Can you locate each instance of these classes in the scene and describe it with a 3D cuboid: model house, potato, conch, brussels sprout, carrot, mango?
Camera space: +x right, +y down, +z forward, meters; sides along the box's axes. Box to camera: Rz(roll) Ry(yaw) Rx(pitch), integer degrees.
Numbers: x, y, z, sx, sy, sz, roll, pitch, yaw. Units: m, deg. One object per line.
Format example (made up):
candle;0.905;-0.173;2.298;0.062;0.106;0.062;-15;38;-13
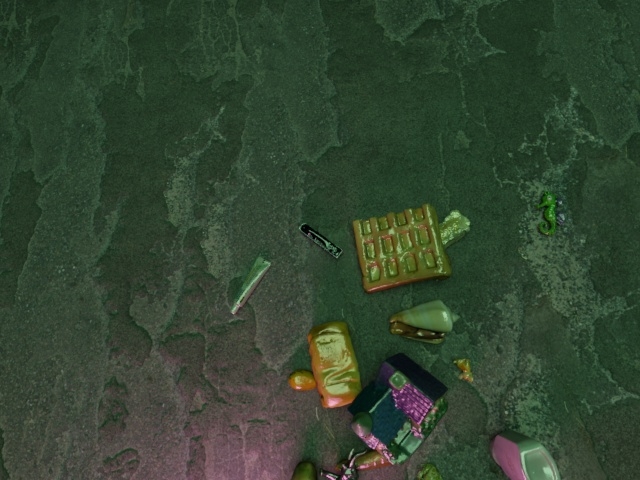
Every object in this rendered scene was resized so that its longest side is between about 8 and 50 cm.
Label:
model house;0.252;0.553;1.384;0.312;0.280;0.245;-43;58;-15
potato;-0.057;0.880;1.412;0.113;0.149;0.251;13;75;0
conch;0.397;0.300;1.584;0.255;0.127;0.158;-1;104;25
brussels sprout;0.377;0.829;1.451;0.085;0.058;0.085;-4;78;20
carrot;0.170;0.779;1.476;0.298;0.078;0.078;-18;74;4
mango;-0.063;0.526;1.563;0.114;0.057;0.078;11;64;0

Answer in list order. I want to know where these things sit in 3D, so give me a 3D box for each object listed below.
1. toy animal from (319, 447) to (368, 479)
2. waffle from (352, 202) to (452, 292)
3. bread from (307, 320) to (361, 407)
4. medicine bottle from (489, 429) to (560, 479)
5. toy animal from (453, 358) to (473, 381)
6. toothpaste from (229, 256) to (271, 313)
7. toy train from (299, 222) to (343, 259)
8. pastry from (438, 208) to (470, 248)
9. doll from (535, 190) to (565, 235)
toy animal;0.067;0.818;1.415;0.137;0.082;0.269;11;100;-12
waffle;0.306;0.035;1.618;0.348;0.077;0.304;-15;74;21
bread;0.050;0.456;1.539;0.167;0.132;0.294;-10;72;-6
medicine bottle;0.647;0.709;1.343;0.111;0.296;0.161;-16;72;-3
toy animal;0.529;0.481;1.540;0.081;0.060;0.083;11;69;-35
toothpaste;-0.289;0.183;1.685;0.067;0.037;0.255;26;74;16
toy train;0.000;0.000;1.714;0.207;0.047;0.043;37;78;13
pastry;0.476;-0.018;1.668;0.258;0.089;0.121;-35;80;-8
doll;0.929;-0.112;1.689;0.115;0.050;0.190;3;76;1
